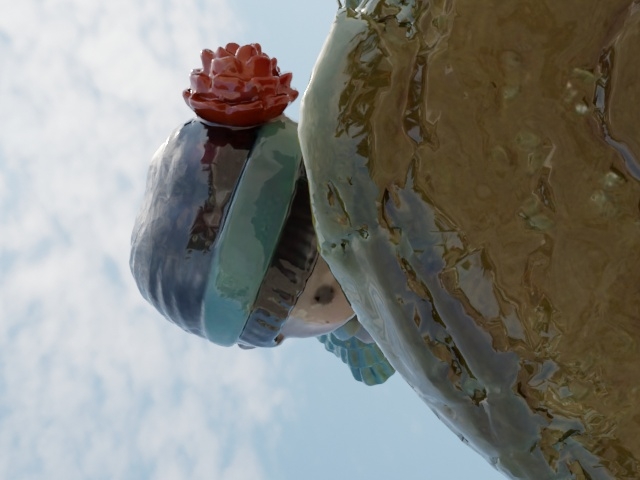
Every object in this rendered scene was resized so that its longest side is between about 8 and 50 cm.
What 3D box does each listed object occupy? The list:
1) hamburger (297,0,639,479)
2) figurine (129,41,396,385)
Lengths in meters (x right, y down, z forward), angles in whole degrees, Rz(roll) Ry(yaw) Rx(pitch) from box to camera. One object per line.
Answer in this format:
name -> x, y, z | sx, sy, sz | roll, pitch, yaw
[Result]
hamburger -> 0.133, -0.033, 0.435 | 0.285, 0.265, 0.134 | 48, -175, -4
figurine -> 0.000, 0.000, 0.604 | 0.245, 0.110, 0.137 | 25, -116, -55
